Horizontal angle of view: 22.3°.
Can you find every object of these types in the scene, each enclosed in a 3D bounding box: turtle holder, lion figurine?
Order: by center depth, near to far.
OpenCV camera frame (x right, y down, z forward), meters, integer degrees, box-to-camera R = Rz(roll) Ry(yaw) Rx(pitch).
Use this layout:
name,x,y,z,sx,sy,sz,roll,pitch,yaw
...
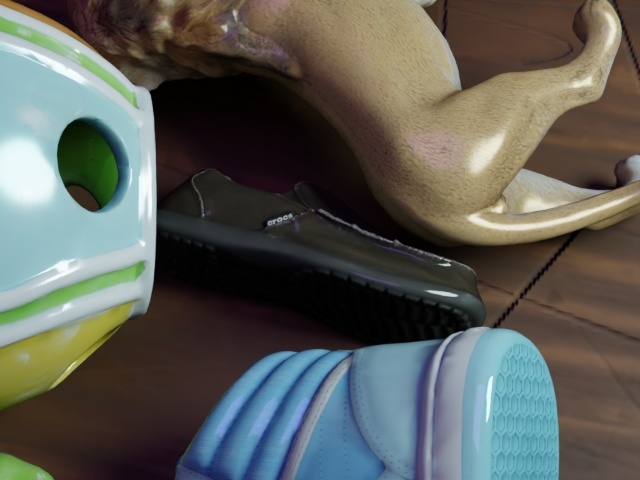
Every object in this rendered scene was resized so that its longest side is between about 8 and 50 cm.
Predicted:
name,x,y,z,sx,sy,sz,roll,pitch,yaw
turtle holder,-0.208,0.006,0.903,0.228,0.243,0.320,1,54,-14
lion figurine,0.036,-0.101,0.996,0.240,0.142,0.392,-29,52,-30

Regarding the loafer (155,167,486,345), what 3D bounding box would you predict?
name,x,y,z,sx,sy,sz,roll,pitch,yaw
loafer,0.000,0.000,0.985,0.220,0.080,0.078,17,62,12

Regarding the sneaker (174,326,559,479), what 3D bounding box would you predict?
name,x,y,z,sx,sy,sz,roll,pitch,yaw
sneaker,0.010,0.203,0.859,0.208,0.127,0.319,0,75,30
